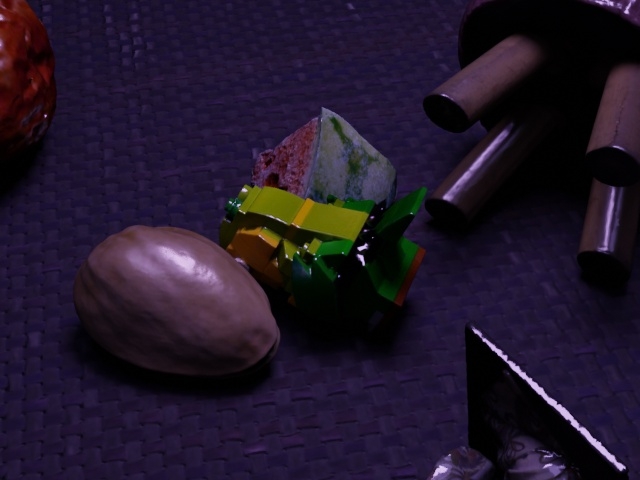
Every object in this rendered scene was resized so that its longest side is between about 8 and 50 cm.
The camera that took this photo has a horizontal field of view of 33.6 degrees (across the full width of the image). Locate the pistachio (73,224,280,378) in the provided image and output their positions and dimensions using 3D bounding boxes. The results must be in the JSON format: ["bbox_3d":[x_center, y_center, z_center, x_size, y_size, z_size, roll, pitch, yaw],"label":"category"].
[{"bbox_3d":[-0.120,0.052,0.895,0.186,0.108,0.126,18,67,10],"label":"pistachio"}]

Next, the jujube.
[{"bbox_3d":[-0.370,-0.170,1.092,0.197,0.197,0.290,-7,26,-7],"label":"jujube"}]

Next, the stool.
[{"bbox_3d":[0.224,-0.106,0.977,0.272,0.272,0.178,21,61,23],"label":"stool"}]

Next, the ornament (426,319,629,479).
[{"bbox_3d":[0.083,0.197,0.707,0.196,0.153,0.166,-31,49,-18],"label":"ornament"}]

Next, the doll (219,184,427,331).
[{"bbox_3d":[0.001,0.007,0.920,0.186,0.134,0.106,9,43,20],"label":"doll"}]

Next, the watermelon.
[{"bbox_3d":[-0.018,-0.064,1.028,0.158,0.121,0.098,13,64,21],"label":"watermelon"}]
